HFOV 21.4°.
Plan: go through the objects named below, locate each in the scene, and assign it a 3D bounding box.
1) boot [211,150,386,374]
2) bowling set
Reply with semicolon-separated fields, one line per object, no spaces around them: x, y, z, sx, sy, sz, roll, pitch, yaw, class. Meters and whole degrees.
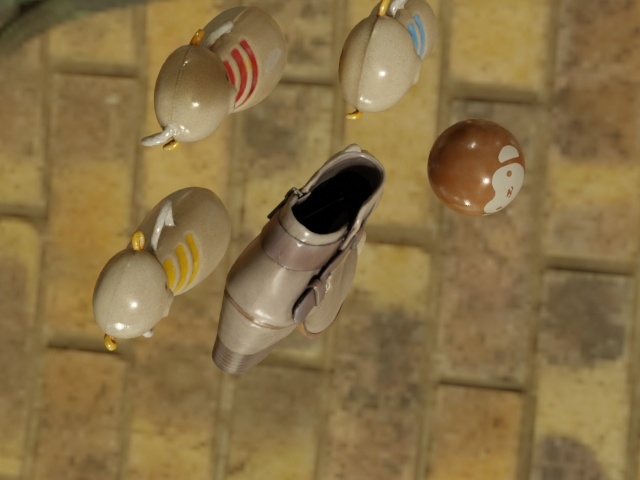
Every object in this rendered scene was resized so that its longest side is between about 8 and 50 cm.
0.000;0.000;0.642;0.087;0.042;0.118;-59;176;38;boot
0.010;-0.067;0.878;0.154;0.200;0.287;-56;160;-69;bowling set
